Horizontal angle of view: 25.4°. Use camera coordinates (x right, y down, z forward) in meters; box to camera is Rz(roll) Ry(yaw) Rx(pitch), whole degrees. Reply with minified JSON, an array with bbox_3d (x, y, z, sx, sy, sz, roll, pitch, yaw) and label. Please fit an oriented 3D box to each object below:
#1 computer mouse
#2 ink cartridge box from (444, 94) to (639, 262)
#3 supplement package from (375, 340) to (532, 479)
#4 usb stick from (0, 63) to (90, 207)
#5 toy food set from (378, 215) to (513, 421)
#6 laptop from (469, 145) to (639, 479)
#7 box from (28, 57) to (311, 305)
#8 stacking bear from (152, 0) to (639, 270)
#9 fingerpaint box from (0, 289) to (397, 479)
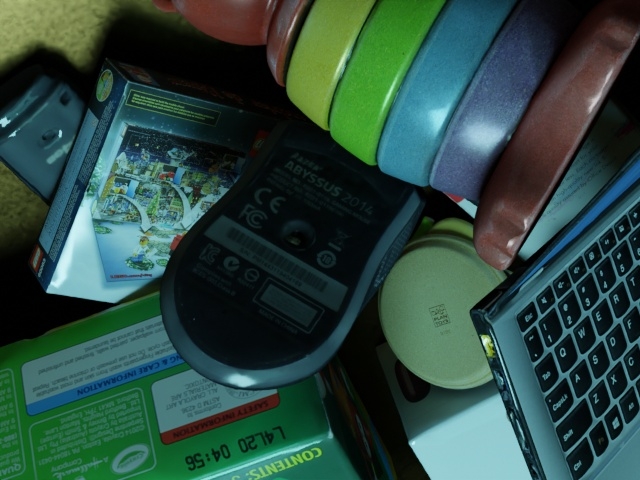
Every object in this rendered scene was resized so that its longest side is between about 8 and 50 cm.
[{"bbox_3d":[0.000,0.000,0.925,0.272,0.188,0.072,-50,170,-30],"label":"computer mouse"},{"bbox_3d":[0.166,-0.068,1.072,0.134,0.078,0.231,-40,130,15],"label":"ink cartridge box"},{"bbox_3d":[0.214,0.139,1.194,0.262,0.145,0.204,-28,119,5],"label":"supplement package"},{"bbox_3d":[-0.137,-0.019,1.033,0.077,0.045,0.278,-36,130,7],"label":"usb stick"},{"bbox_3d":[0.103,0.050,1.099,0.038,0.192,0.132,-19,133,-54],"label":"toy food set"},{"bbox_3d":[0.305,0.002,0.921,0.382,0.236,0.408,-36,113,-39],"label":"laptop"},{"bbox_3d":[-0.070,-0.024,1.011,0.233,0.044,0.159,12,110,-35],"label":"box"},{"bbox_3d":[0.033,-0.131,0.871,0.289,0.164,0.175,30,100,8],"label":"stacking bear"},{"bbox_3d":[-0.170,0.232,1.089,0.445,0.163,0.371,-19,145,3],"label":"fingerpaint box"}]
